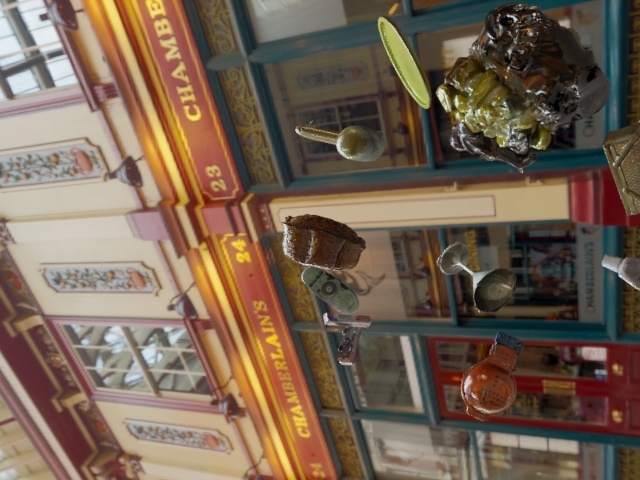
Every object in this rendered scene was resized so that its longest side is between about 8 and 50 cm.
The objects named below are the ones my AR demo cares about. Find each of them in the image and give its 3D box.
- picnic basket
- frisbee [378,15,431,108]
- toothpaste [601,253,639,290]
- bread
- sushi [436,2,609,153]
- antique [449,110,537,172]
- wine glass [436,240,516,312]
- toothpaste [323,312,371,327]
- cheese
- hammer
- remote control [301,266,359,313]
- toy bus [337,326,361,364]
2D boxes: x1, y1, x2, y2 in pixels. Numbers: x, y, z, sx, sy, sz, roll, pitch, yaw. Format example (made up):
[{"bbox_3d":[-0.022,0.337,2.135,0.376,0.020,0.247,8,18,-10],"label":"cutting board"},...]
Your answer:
[{"bbox_3d":[0.944,-0.214,1.622,0.165,0.139,0.267,-37,-74,-48],"label":"picnic basket"},{"bbox_3d":[0.196,-0.409,1.281,0.236,0.017,0.236,60,-176,-7],"label":"frisbee"},{"bbox_3d":[1.043,0.113,1.769,0.068,0.282,0.099,-27,-49,-39],"label":"toothpaste"},{"bbox_3d":[0.007,-0.001,1.602,0.232,0.246,0.135,-80,3,-77],"label":"bread"},{"bbox_3d":[0.476,-0.359,1.334,0.328,0.285,0.329,26,-160,-46],"label":"sushi"},{"bbox_3d":[0.528,-0.358,1.681,0.185,0.255,0.322,114,171,-54],"label":"antique"},{"bbox_3d":[0.474,0.103,1.726,0.232,0.156,0.156,49,160,58],"label":"wine glass"},{"bbox_3d":[0.107,0.316,2.221,0.196,0.040,0.047,7,-131,-23],"label":"toothpaste"},{"bbox_3d":[0.640,0.503,2.051,0.129,0.216,0.329,-172,105,-88],"label":"cheese"},{"bbox_3d":[0.051,-0.343,1.862,0.202,0.305,0.113,-3,-70,-61],"label":"hammer"},{"bbox_3d":[0.038,0.177,2.018,0.256,0.097,0.045,41,-178,-20],"label":"remote control"},{"bbox_3d":[0.122,0.424,2.287,0.192,0.065,0.077,-70,-33,-45],"label":"toy bus"}]
